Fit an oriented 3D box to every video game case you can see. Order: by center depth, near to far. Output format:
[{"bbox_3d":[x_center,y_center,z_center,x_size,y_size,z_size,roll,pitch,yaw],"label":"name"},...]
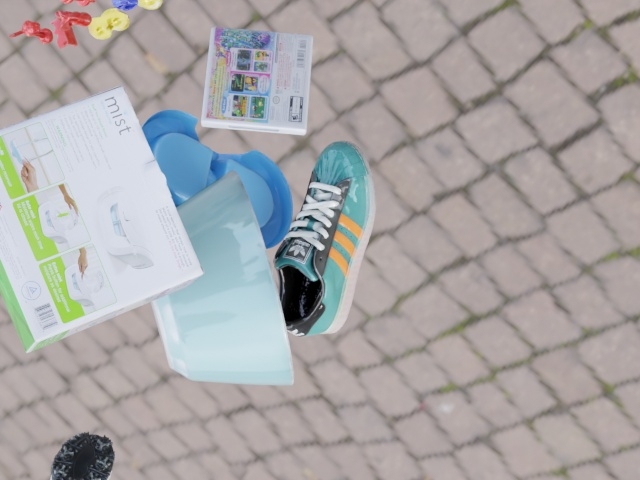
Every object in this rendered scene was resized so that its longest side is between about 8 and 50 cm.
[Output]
[{"bbox_3d":[-0.086,-0.220,2.137,0.143,0.157,0.019,5,153,-2],"label":"video game case"}]

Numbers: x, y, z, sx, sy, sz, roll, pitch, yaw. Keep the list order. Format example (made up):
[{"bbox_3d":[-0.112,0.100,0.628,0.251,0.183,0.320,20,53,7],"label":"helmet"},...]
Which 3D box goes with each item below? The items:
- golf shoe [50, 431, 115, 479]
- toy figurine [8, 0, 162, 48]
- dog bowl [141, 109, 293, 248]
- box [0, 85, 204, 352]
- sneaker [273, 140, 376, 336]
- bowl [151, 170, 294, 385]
[{"bbox_3d":[-0.315,0.335,1.982,0.077,0.198,0.094,15,134,0],"label":"golf shoe"},{"bbox_3d":[-0.275,-0.426,2.043,0.362,0.191,0.217,-26,80,31],"label":"toy figurine"},{"bbox_3d":[-0.180,-0.083,2.402,0.297,0.166,0.074,27,148,-32],"label":"dog bowl"},{"bbox_3d":[-0.306,-0.027,1.942,0.262,0.231,0.127,65,160,3],"label":"box"},{"bbox_3d":[0.000,0.000,2.332,0.108,0.121,0.302,14,100,34],"label":"sneaker"},{"bbox_3d":[-0.156,0.072,2.169,0.311,0.163,0.311,165,90,-83],"label":"bowl"}]
